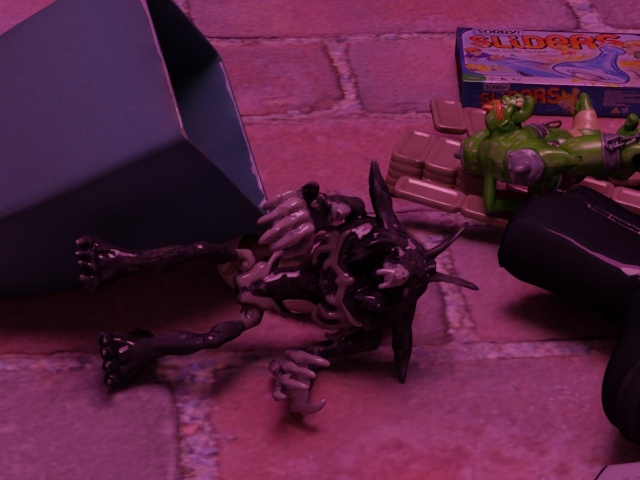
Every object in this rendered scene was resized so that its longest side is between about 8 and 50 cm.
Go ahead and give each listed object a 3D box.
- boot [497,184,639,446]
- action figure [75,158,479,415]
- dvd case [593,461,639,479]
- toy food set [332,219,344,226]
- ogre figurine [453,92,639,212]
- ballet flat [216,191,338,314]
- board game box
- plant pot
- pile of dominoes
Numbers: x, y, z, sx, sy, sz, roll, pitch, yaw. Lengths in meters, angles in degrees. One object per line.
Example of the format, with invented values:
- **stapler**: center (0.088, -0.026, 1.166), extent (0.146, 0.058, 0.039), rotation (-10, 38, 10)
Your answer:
- **boot**: center (0.209, 0.047, 1.215), extent (0.207, 0.094, 0.246), rotation (27, 31, 31)
- **action figure**: center (-0.023, 0.038, 1.169), extent (0.275, 0.164, 0.141), rotation (-9, 10, 0)
- **dvd case**: center (0.238, 0.169, 0.958), extent (0.253, 0.022, 0.180), rotation (-13, 16, 39)
- **toy food set**: center (0.000, 0.000, 1.368), extent (0.078, 0.019, 0.122), rotation (-21, 36, -34)
- **ogre figurine**: center (0.188, -0.071, 1.373), extent (0.118, 0.097, 0.197), rotation (-8, 29, -15)
- **ballet flat**: center (-0.029, 0.011, 1.300), extent (0.221, 0.077, 0.079), rotation (21, 74, 30)
- **board game box**: center (0.236, -0.167, 1.662), extent (0.201, 0.035, 0.136), rotation (2, 29, 0)
- **plant pot**: center (-0.188, -0.062, 1.254), extent (0.234, 0.166, 0.166), rotation (-24, 62, 10)
- **pile of dominoes**: center (0.186, -0.042, 1.460), extent (0.251, 0.040, 0.196), rotation (17, 32, 10)
